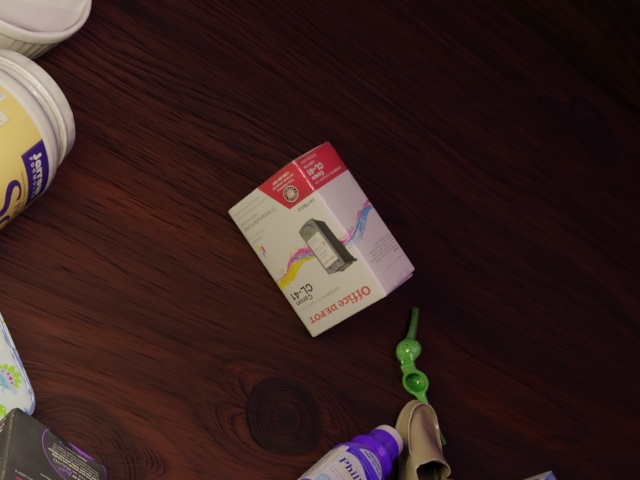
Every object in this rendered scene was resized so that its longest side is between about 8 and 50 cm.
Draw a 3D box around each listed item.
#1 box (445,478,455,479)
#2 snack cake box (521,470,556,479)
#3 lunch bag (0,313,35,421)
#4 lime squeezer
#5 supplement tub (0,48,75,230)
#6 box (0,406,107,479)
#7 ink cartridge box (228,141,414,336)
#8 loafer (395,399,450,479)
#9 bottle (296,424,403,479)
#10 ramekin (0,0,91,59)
[{"bbox_3d":[0.267,0.590,1.733,0.087,0.058,0.232,21,52,-34],"label":"box"},{"bbox_3d":[0.433,0.616,1.859,0.264,0.089,0.152,-24,82,-49],"label":"snack cake box"},{"bbox_3d":[-0.499,0.176,1.210,0.176,0.090,0.219,-18,79,-48],"label":"lunch bag"},{"bbox_3d":[0.202,0.278,1.890,0.110,0.058,0.310,52,25,-62],"label":"lime squeezer"},{"bbox_3d":[-0.525,-0.110,1.253,0.241,0.241,0.331,47,42,-12],"label":"supplement tub"},{"bbox_3d":[-0.365,0.361,1.079,0.165,0.143,0.270,43,7,-25],"label":"box"},{"bbox_3d":[0.000,0.000,1.720,0.306,0.226,0.131,56,40,0],"label":"ink cartridge box"},{"bbox_3d":[0.207,0.434,1.747,0.102,0.092,0.268,30,48,-30],"label":"loafer"},{"bbox_3d":[0.052,0.426,1.598,0.283,0.092,0.118,-28,85,-50],"label":"bottle"},{"bbox_3d":[-0.543,-0.430,1.532,0.273,0.127,0.273,25,49,-32],"label":"ramekin"}]
